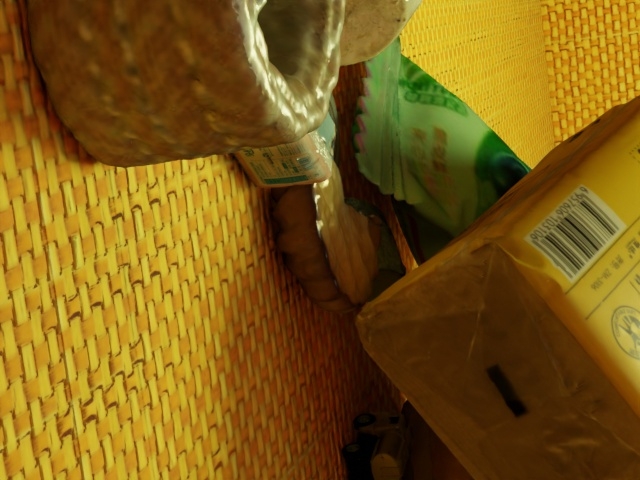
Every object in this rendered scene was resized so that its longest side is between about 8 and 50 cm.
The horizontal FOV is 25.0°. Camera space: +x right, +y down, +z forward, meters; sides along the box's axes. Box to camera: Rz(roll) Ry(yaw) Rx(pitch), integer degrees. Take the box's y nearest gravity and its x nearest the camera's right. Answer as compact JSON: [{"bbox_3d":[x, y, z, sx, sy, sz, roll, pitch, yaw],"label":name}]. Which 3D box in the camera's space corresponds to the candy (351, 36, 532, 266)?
[{"bbox_3d":[0.149,-0.052,1.526,0.398,0.172,0.263,49,21,-39],"label":"candy"}]

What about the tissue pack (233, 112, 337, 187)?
[{"bbox_3d":[-0.032,-0.086,1.125,0.094,0.074,0.059,60,27,-61],"label":"tissue pack"}]

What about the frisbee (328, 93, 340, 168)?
[{"bbox_3d":[0.000,-0.103,1.335,0.110,0.014,0.110,-5,90,-73],"label":"frisbee"}]

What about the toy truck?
[{"bbox_3d":[0.057,0.199,1.374,0.083,0.054,0.049,-62,144,-62],"label":"toy truck"}]

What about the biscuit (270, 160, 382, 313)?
[{"bbox_3d":[0.000,0.000,1.233,0.183,0.061,0.118,57,34,-54],"label":"biscuit"}]

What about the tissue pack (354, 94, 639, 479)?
[{"bbox_3d":[0.265,0.063,1.317,0.293,0.228,0.382,51,47,2],"label":"tissue pack"}]

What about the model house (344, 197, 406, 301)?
[{"bbox_3d":[0.040,0.008,1.384,0.079,0.066,0.083,23,46,-60],"label":"model house"}]

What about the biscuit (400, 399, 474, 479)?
[{"bbox_3d":[0.134,0.223,1.469,0.296,0.102,0.296,-179,-90,-89],"label":"biscuit"}]

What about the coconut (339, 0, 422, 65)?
[{"bbox_3d":[-0.003,-0.221,1.123,0.161,0.161,0.162,68,5,-45],"label":"coconut"}]

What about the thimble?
[{"bbox_3d":[-0.072,-0.153,0.887,0.229,0.148,0.196,-53,136,-63],"label":"thimble"}]
